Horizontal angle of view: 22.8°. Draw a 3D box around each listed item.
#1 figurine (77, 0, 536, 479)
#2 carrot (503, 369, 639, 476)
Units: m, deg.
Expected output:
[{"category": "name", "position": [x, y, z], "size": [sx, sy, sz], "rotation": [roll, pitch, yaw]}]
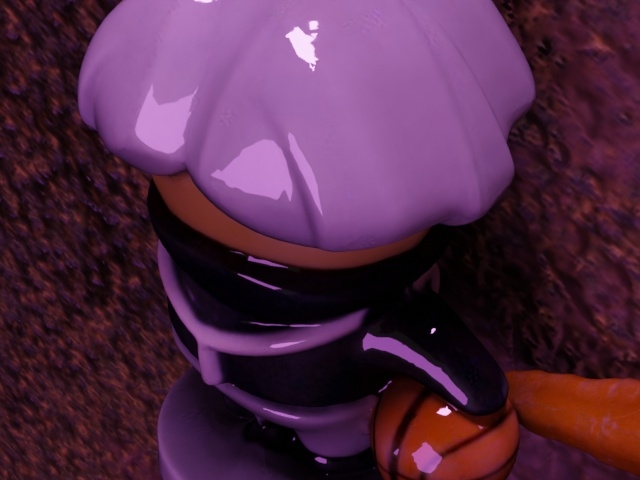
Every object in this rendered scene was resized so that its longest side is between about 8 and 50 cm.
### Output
[{"category": "figurine", "position": [0.000, 0.000, 0.582], "size": [0.176, 0.133, 0.236], "rotation": [25, 133, 31]}, {"category": "carrot", "position": [0.196, 0.090, 0.532], "size": [0.336, 0.069, 0.069], "rotation": [11, 124, 39]}]
